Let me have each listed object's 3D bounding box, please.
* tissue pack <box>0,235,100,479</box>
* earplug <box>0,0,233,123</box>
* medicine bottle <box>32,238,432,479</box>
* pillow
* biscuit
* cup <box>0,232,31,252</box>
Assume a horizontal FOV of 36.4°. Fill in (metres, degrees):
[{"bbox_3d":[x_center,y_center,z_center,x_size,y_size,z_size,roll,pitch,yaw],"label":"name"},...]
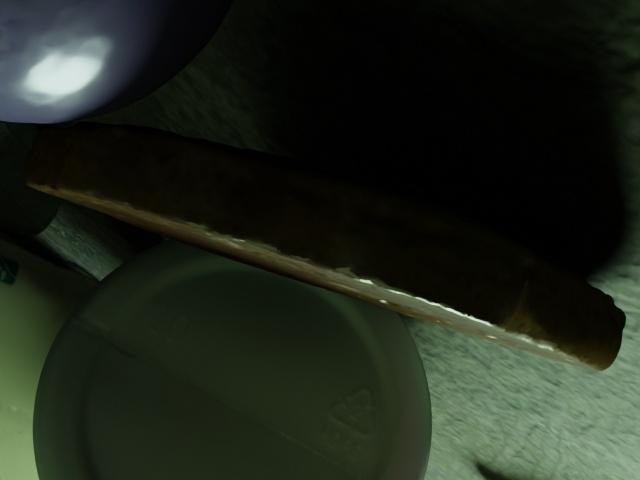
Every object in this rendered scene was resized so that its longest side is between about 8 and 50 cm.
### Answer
[{"bbox_3d":[-0.272,0.159,0.889,0.380,0.297,0.207,26,169,-34],"label":"tissue pack"},{"bbox_3d":[-0.209,-0.226,0.332,0.456,0.215,0.215,43,159,-13],"label":"earplug"},{"bbox_3d":[-0.066,0.143,0.702,0.252,0.252,0.241,40,160,6],"label":"medicine bottle"},{"bbox_3d":[-0.379,-0.122,0.918,0.322,0.120,0.255,15,146,52],"label":"pillow"},{"bbox_3d":[0.001,-0.002,0.463,0.272,0.049,0.257,13,174,36],"label":"biscuit"},{"bbox_3d":[-0.430,0.128,1.360,0.274,0.253,0.253,41,161,26],"label":"cup"}]
